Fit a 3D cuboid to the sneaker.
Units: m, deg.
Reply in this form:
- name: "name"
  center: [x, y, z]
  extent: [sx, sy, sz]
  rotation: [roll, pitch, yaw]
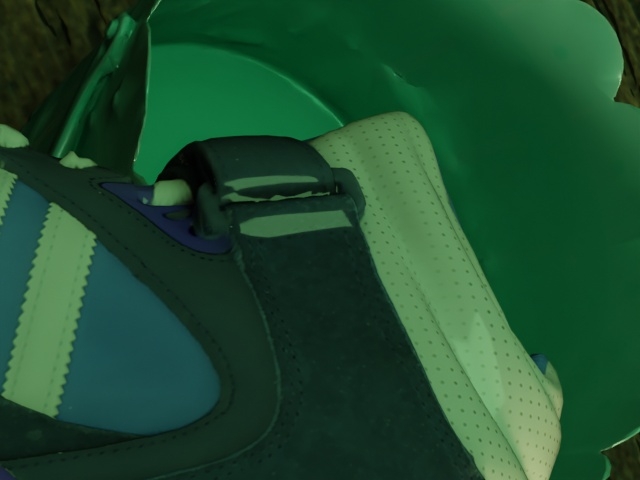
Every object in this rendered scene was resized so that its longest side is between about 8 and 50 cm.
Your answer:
- name: "sneaker"
  center: [-0.079, 0.011, 0.489]
  extent: [0.322, 0.130, 0.236]
  rotation: [38, 47, 20]

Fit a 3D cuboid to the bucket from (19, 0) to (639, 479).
- name: "bucket"
  center: [0.000, 0.000, 0.686]
  extent: [0.281, 0.183, 0.281]
  rotation: [10, 72, -32]
